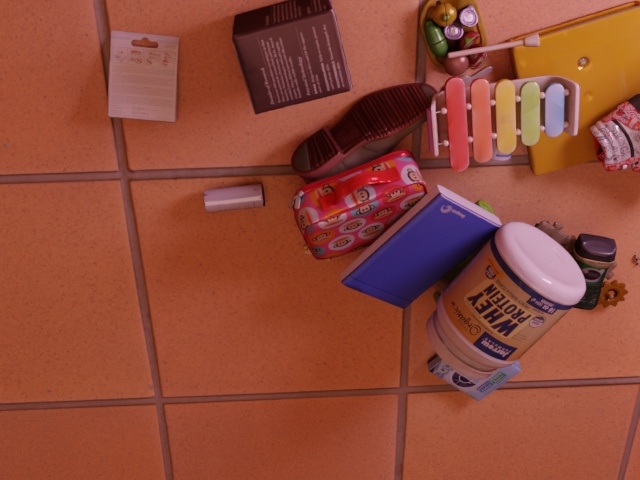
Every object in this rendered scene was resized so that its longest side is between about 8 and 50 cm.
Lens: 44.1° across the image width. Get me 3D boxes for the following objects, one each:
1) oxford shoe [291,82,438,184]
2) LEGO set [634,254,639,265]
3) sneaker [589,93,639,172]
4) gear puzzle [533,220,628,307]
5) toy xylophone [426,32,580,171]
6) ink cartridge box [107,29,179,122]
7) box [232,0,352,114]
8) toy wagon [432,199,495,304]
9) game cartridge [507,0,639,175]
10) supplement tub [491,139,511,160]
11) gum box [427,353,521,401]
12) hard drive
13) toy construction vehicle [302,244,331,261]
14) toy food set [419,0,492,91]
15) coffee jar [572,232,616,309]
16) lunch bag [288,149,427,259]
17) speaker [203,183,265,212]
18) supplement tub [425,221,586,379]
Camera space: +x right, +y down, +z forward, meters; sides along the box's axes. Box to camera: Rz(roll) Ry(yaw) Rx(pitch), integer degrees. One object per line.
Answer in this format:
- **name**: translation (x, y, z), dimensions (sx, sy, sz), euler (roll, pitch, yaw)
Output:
- **oxford shoe**: translation (0.108, -0.223, 1.730), dimensions (0.348, 0.123, 0.130), euler (-27, 143, 11)
- **LEGO set**: translation (0.818, 0.041, 1.949), dimensions (0.083, 0.023, 0.054), euler (-37, 115, 17)
- **sneaker**: translation (0.697, -0.180, 1.735), dimensions (0.145, 0.090, 0.270), euler (-34, 115, 17)
- **gear puzzle**: translation (0.623, 0.066, 1.943), dimensions (0.339, 0.044, 0.175), euler (27, 122, -16)
- **toy xylophone**: translation (0.365, -0.285, 1.623), dimensions (0.322, 0.081, 0.236), euler (-16, 119, 4)
- **ink cartridge box**: translation (-0.372, -0.344, 1.668), dimensions (0.145, 0.045, 0.179), euler (4, 101, -5)
- **box**: translation (-0.056, -0.378, 1.580), dimensions (0.203, 0.168, 0.167), euler (-14, 120, 5)
- **toy wagon**: translation (0.367, 0.061, 1.889), dimensions (0.344, 0.068, 0.267), euler (38, 120, -17)
- **game cartridge**: translation (0.573, -0.322, 1.718), dimensions (0.285, 0.053, 0.324), euler (-16, 122, 6)
- **supplement tub**: translation (0.397, -0.236, 1.742), dimensions (0.071, 0.071, 0.107), euler (6, 119, -7)
- **gum box**: translation (0.402, 0.329, 2.071), dimensions (0.184, 0.041, 0.157), euler (34, 122, -19)
- **hard drive**: translation (0.223, 0.024, 1.774), dimensions (0.210, 0.040, 0.318), euler (23, 126, -36)
- **toy construction vehicle**: translation (0.000, 0.000, 1.876), dimensions (0.086, 0.035, 0.098), euler (12, 118, -10)
- **toy food set**: translation (0.286, -0.406, 1.637), dimensions (0.128, 0.071, 0.218), euler (-21, 119, 9)
- **coffee jar**: translation (0.630, 0.071, 1.868), dimensions (0.096, 0.079, 0.184), euler (11, 126, 4)
- **lunch bag**: translation (0.086, -0.078, 1.713), dimensions (0.293, 0.120, 0.258), euler (-21, 158, 0)
- **speaker**: translation (-0.197, -0.095, 1.800), dimensions (0.136, 0.055, 0.055), euler (-7, 120, 1)
- **supplement tub**: translation (0.402, 0.139, 1.758), dimensions (0.228, 0.228, 0.316), euler (26, 123, -16)
